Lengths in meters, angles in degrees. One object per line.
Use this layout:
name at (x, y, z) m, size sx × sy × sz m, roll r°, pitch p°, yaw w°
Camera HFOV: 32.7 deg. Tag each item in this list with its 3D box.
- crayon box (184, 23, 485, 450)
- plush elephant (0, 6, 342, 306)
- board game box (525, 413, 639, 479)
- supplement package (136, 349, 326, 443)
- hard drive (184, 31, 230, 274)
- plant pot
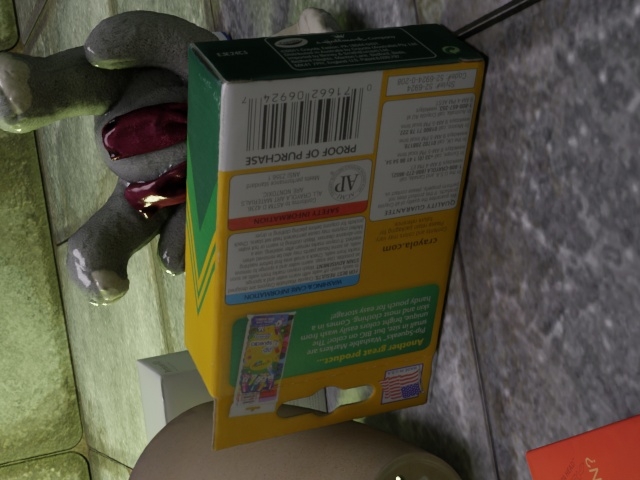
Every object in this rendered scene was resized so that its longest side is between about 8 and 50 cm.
crayon box at (0.000, 0.000, 0.862) m, size 0.083 × 0.203 × 0.323 m, roll -129°, pitch 37°, yaw -51°
plush elephant at (-0.090, -0.087, 1.019) m, size 0.255 × 0.330 × 0.272 m, roll 17°, pitch 130°, yaw 41°
board game box at (0.239, 0.190, 0.544) m, size 0.316 × 0.064 × 0.242 m, roll 133°, pitch 125°, yaw -62°
supplement package at (-0.096, 0.170, 1.187) m, size 0.105 × 0.179 × 0.105 m, roll -169°, pitch 72°, yaw -66°
hard drive at (-0.138, -0.078, 1.375) m, size 0.319 × 0.040 × 0.210 m, roll 119°, pitch 137°, yaw -56°
plant pot at (-0.003, 0.257, 0.959) m, size 0.274 × 0.256 × 0.257 m, roll -18°, pitch 81°, yaw 52°
